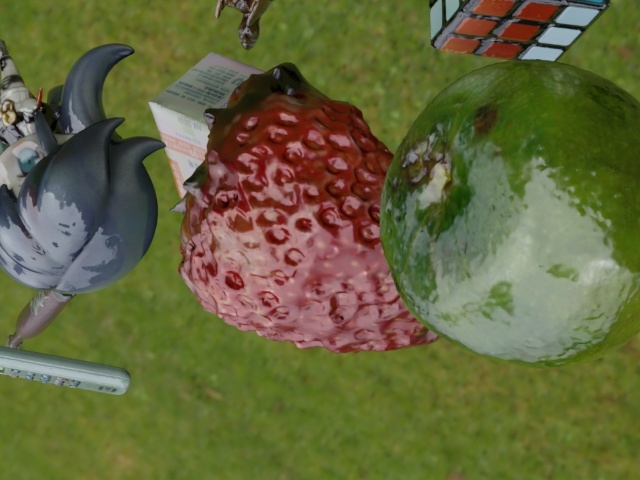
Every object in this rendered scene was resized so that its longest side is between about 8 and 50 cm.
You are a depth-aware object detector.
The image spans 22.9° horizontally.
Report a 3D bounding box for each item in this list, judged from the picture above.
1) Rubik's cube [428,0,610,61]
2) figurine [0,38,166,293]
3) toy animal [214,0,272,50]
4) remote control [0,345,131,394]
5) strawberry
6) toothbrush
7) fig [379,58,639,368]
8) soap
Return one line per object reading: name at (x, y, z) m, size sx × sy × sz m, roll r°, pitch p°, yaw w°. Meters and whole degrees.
Rubik's cube at (0.222, -0.310, 1.801) m, size 0.160 × 0.162 × 0.163 m, roll 5°, pitch 159°, yaw -15°
figurine at (-0.254, -0.072, 1.550) m, size 0.197 × 0.265 × 0.175 m, roll 5°, pitch 149°, yaw -11°
toy animal at (-0.103, -0.342, 2.234) m, size 0.089 × 0.188 × 0.179 m, roll 13°, pitch 113°, yaw 7°
remote control at (-0.192, 0.087, 1.084) m, size 0.124 × 0.018 × 0.053 m, roll 12°, pitch 168°, yaw -11°
strawberry at (-0.012, -0.004, 1.747) m, size 0.310 × 0.292 × 0.292 m, roll 51°, pitch 157°, yaw 28°
toothbrush at (-0.360, 0.099, 1.997) m, size 0.041 × 0.041 × 0.364 m, roll 33°, pitch 155°, yaw -10°
fig at (0.178, -0.012, 1.047) m, size 0.235 × 0.203 × 0.203 m, roll 8°, pitch 158°, yaw -32°
soap at (-0.106, -0.128, 2.137) m, size 0.199 × 0.138 × 0.182 m, roll 24°, pitch 143°, yaw 39°
